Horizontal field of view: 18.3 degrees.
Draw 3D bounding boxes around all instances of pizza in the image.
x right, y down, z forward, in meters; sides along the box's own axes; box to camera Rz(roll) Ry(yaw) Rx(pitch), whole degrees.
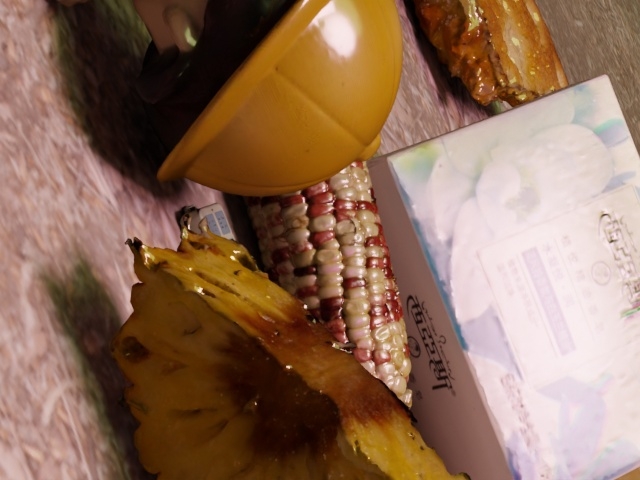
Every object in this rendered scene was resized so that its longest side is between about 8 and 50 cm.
[{"bbox_3d":[0.143,-0.214,1.891,0.335,0.086,0.226,53,29,-35],"label":"pizza"}]

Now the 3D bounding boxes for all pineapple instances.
[{"bbox_3d":[-0.032,0.109,1.003,0.233,0.135,0.079,47,35,20],"label":"pineapple"}]

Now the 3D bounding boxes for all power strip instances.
[{"bbox_3d":[-0.058,0.019,1.193,0.090,0.016,0.040,68,18,-1],"label":"power strip"}]

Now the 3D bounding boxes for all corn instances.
[{"bbox_3d":[0.000,0.000,1.269,0.086,0.086,0.253,11,63,-68],"label":"corn"}]

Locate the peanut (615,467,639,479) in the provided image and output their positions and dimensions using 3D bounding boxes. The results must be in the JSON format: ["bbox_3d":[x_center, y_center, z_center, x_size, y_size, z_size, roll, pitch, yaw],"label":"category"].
[{"bbox_3d":[0.199,0.145,1.576,0.319,0.147,0.147,70,19,-3],"label":"peanut"}]

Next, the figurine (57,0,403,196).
[{"bbox_3d":[-0.052,-0.146,1.136,0.192,0.167,0.257,-43,118,-33],"label":"figurine"}]

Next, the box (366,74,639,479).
[{"bbox_3d":[0.151,0.044,1.431,0.203,0.116,0.274,-21,90,-29],"label":"box"}]
